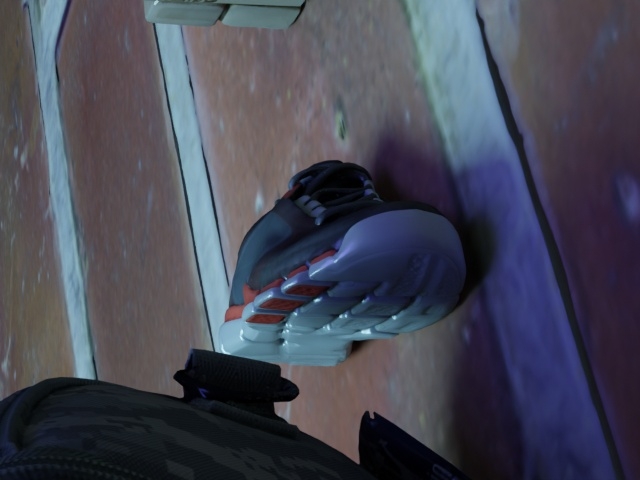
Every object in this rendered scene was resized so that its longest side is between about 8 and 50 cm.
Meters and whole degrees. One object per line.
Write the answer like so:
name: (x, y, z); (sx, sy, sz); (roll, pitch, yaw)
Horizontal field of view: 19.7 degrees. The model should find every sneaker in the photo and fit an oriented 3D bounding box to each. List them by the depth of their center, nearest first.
sneaker: (0.000, 0.000, 0.608); (0.158, 0.061, 0.065); (149, 126, -66)

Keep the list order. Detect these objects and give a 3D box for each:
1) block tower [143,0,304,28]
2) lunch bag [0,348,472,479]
block tower: (-0.003, -0.179, 0.574); (0.335, 0.091, 0.097); (131, 135, -61)
lunch bag: (-0.060, 0.192, 0.467); (0.305, 0.212, 0.256); (-64, 19, 4)
